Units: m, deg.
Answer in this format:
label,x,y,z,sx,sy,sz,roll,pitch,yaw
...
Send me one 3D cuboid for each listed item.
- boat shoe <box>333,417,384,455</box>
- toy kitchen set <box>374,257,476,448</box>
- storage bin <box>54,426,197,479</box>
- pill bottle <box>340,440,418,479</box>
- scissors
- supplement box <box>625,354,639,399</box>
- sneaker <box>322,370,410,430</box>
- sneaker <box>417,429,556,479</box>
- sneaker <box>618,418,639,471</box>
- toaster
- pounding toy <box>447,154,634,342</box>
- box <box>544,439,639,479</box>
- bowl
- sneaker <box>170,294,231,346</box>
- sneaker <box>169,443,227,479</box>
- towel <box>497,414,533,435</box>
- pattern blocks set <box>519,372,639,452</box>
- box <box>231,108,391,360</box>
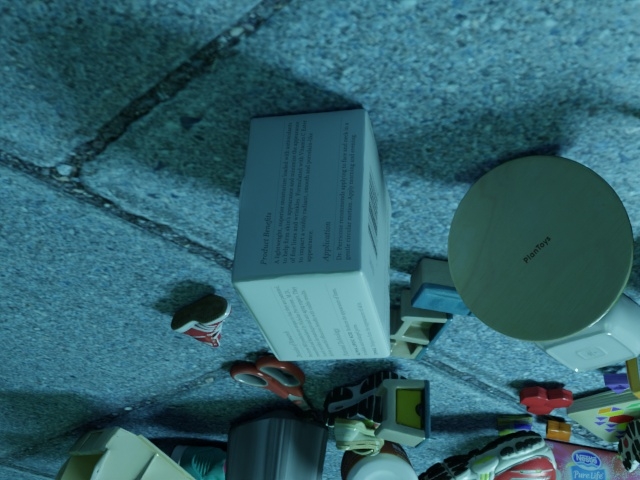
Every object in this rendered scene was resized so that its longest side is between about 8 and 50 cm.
label,x,y,z,sx,sy,sz,roll,pitch,yaw
boat shoe,0.057,0.305,1.360,0.056,0.048,0.153,2,158,19
toy kitchen set,0.153,0.149,1.125,0.122,0.166,0.207,9,149,-10
storage bin,-0.321,0.452,1.589,0.260,0.123,0.262,43,152,-12
pill bottle,0.095,0.392,1.512,0.121,0.121,0.216,4,-179,-1
scissors,-0.033,0.250,1.450,0.109,0.021,0.297,-15,144,27
supplement box,0.529,0.158,1.194,0.233,0.080,0.078,-21,140,37
sneaker,0.100,0.257,1.402,0.094,0.082,0.208,25,154,-32
sneaker,0.263,0.421,1.510,0.279,0.118,0.107,-23,-177,10
sneaker,0.528,0.322,1.446,0.071,0.068,0.170,-14,157,-1
toaster,-0.073,0.379,1.533,0.129,0.147,0.227,23,149,-31
pounding toy,0.255,0.002,0.907,0.236,0.183,0.110,-19,168,26
box,0.449,0.448,1.636,0.256,0.123,0.128,13,148,-16
bowl,0.351,0.124,1.179,0.142,0.053,0.142,-22,139,35
sneaker,-0.140,0.108,1.203,0.067,0.042,0.118,32,146,-33
sneaker,-0.157,0.481,1.757,0.178,0.124,0.295,1,149,22
towel,0.331,0.315,1.536,0.060,0.009,0.083,-3,148,9
pattern blocks set,0.489,0.277,1.442,0.285,0.026,0.325,-15,145,27
box,0.000,0.000,0.877,0.119,0.181,0.182,-3,149,11
